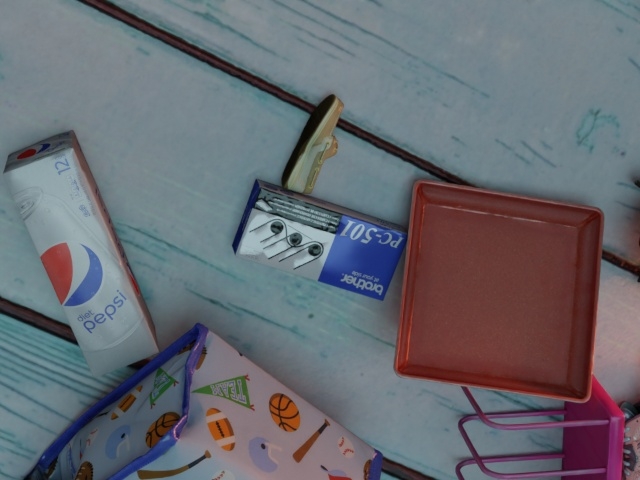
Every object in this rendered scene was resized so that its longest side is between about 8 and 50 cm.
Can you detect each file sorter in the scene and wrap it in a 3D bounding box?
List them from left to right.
[{"bbox_3d":[0.282,0.330,1.822,0.182,0.202,0.291,-2,107,-6],"label":"file sorter"}]

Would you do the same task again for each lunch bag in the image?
[{"bbox_3d":[-0.170,0.344,1.716,0.328,0.239,0.385,40,126,-21],"label":"lunch bag"}]

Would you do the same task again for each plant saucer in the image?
[{"bbox_3d":[0.227,0.067,1.759,0.259,0.048,0.259,9,78,-8],"label":"plant saucer"}]

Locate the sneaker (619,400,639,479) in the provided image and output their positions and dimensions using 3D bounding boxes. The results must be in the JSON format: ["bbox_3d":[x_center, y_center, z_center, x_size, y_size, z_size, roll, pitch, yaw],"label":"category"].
[{"bbox_3d":[0.457,0.285,1.904,0.122,0.110,0.283,23,99,2],"label":"sneaker"}]

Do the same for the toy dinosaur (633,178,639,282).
[{"bbox_3d":[0.454,0.021,1.757,0.121,0.314,0.160,-9,135,20],"label":"toy dinosaur"}]

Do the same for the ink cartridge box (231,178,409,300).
[{"bbox_3d":[0.000,0.000,1.752,0.207,0.046,0.097,17,104,-15],"label":"ink cartridge box"}]

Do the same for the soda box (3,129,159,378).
[{"bbox_3d":[-0.292,0.018,1.679,0.091,0.098,0.286,-21,110,-3],"label":"soda box"}]

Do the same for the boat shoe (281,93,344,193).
[{"bbox_3d":[-0.002,-0.120,1.717,0.045,0.050,0.135,23,111,-19],"label":"boat shoe"}]
